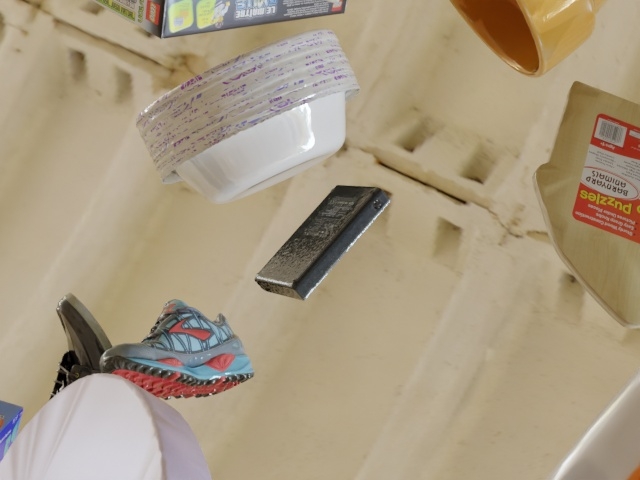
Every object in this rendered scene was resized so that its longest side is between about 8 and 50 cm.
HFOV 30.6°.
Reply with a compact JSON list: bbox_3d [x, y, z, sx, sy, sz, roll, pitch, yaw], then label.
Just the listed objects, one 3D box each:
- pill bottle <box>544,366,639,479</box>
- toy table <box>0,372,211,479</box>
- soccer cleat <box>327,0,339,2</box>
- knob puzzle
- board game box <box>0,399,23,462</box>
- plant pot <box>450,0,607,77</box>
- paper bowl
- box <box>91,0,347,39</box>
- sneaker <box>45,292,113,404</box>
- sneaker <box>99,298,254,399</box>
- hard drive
[{"bbox_3d":[0.299,0.205,0.558,0.392,0.224,0.224,41,-81,18],"label":"pill bottle"},{"bbox_3d":[-0.064,0.187,0.515,0.252,0.161,0.274,-46,-154,17],"label":"toy table"},{"bbox_3d":[0.045,-0.262,0.849,0.196,0.076,0.068,-46,-150,12],"label":"soccer cleat"},{"bbox_3d":[0.254,-0.014,0.920,0.213,0.030,0.213,5,-116,-10],"label":"knob puzzle"},{"bbox_3d":[-0.419,0.312,1.387,0.047,0.160,0.210,16,-77,0],"label":"board game box"},{"bbox_3d":[0.196,-0.271,0.969,0.188,0.205,0.205,-36,-110,0],"label":"plant pot"},{"bbox_3d":[-0.082,-0.148,1.504,0.284,0.284,0.148,-24,-91,18],"label":"paper bowl"},{"bbox_3d":[-0.086,-0.216,0.986,0.114,0.207,0.036,32,-56,35],"label":"box"},{"bbox_3d":[-0.318,0.182,1.501,0.118,0.222,0.083,-27,-152,-20],"label":"sneaker"},{"bbox_3d":[-0.199,0.140,1.518,0.104,0.262,0.125,-28,-109,26],"label":"sneaker"},{"bbox_3d":[0.000,0.000,1.168,0.135,0.022,0.094,-48,-157,-16],"label":"hard drive"}]
